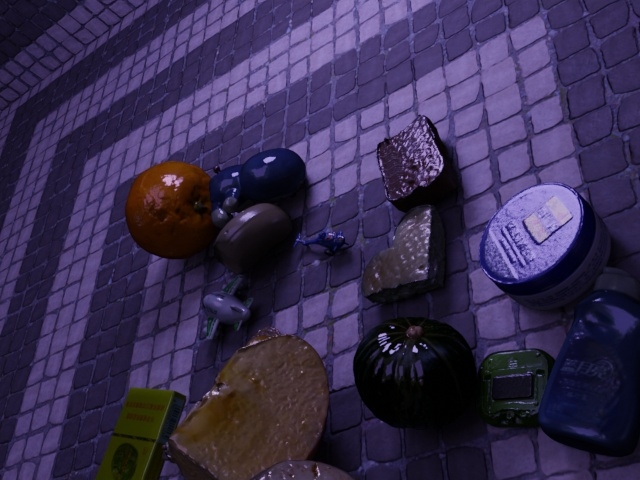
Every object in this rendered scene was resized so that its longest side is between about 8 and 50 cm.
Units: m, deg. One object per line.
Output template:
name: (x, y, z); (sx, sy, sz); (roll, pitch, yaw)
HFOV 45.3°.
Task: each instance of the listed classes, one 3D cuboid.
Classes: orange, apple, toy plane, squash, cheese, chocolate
orange: (-0.384, -0.080, 2.020); (0.261, 0.261, 0.261); (-25, 46, 30)
apple: (-0.123, 0.342, 1.461); (0.309, 0.252, 0.314); (-45, 17, -29)
toy plane: (-0.225, 0.161, 1.826); (0.174, 0.080, 0.174); (-28, 44, 30)
squash: (0.162, 0.225, 1.315); (0.218, 0.218, 0.172); (16, 109, 49)
cheese: (-0.155, -0.011, 1.833); (0.202, 0.175, 0.091); (-36, 69, -20)
toy plane: (0.000, 0.000, 1.743); (0.167, 0.062, 0.054); (-7, 57, 54)
chocolate: (0.207, -0.154, 1.628); (0.148, 0.093, 0.214); (-33, 42, 24)

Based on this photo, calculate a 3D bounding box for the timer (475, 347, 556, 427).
timer: (0.320, 0.240, 1.258); (0.140, 0.047, 0.128); (-12, 54, 39)

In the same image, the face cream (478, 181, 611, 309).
face cream: (0.382, 0.012, 1.305); (0.206, 0.111, 0.206); (-34, 37, 30)

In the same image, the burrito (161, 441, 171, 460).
burrito: (-0.283, 0.448, 1.701); (0.185, 0.041, 0.045); (-25, 5, 31)

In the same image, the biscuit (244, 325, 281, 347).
biscuit: (-0.131, 0.247, 1.718); (0.120, 0.015, 0.120); (-24, 48, 30)

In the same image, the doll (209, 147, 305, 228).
doll: (-0.154, -0.140, 1.916); (0.258, 0.154, 0.228); (-13, 13, 21)

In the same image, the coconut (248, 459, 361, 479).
coconut: (-0.029, 0.512, 1.199); (0.323, 0.323, 0.323); (-25, 46, 30)

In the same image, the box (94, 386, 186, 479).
box: (-0.440, 0.512, 1.798); (0.187, 0.047, 0.335); (-6, 57, 42)

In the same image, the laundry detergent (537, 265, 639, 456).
laundry detergent: (0.431, 0.172, 1.163); (0.143, 0.094, 0.290); (0, 62, 46)

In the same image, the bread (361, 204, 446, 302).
bread: (0.186, 0.041, 1.525); (0.232, 0.064, 0.172); (-55, 40, 0)
